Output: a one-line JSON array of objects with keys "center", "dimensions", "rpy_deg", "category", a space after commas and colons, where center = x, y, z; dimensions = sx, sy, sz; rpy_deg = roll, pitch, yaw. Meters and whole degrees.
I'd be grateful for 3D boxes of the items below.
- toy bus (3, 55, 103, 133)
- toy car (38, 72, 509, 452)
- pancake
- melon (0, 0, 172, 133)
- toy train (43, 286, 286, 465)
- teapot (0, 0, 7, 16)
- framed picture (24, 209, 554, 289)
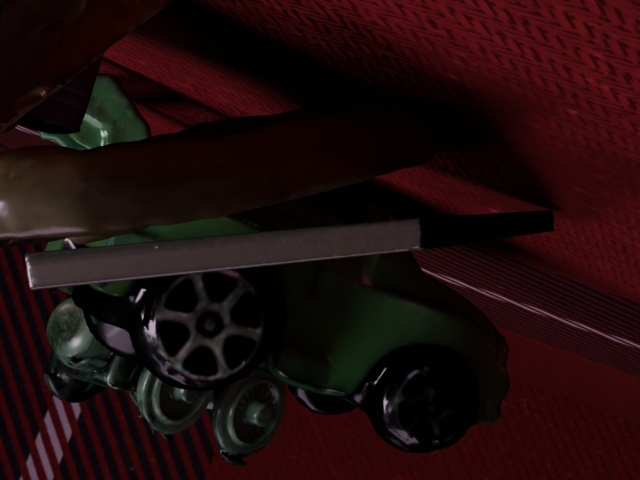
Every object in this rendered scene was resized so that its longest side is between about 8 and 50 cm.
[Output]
[{"center": [-0.184, -0.110, 0.755], "dimensions": [0.178, 0.098, 0.087], "rpy_deg": [20, 177, -20], "category": "toy bus"}, {"center": [-0.041, 0.021, 1.156], "dimensions": [0.359, 0.176, 0.213], "rpy_deg": [18, 178, -18], "category": "toy car"}, {"center": [-0.091, -0.027, 0.787], "dimensions": [0.294, 0.049, 0.294], "rpy_deg": [-10, -178, 0], "category": "pancake"}, {"center": [-0.083, -0.054, 0.476], "dimensions": [0.098, 0.182, 0.054], "rpy_deg": [12, 138, 44], "category": "melon"}, {"center": [-0.124, 0.075, 1.645], "dimensions": [0.167, 0.238, 0.299], "rpy_deg": [17, 175, 36], "category": "toy train"}, {"center": [-0.156, -0.111, 0.336], "dimensions": [0.223, 0.305, 0.285], "rpy_deg": [63, -163, 16], "category": "teapot"}, {"center": [0.000, 0.001, 0.855], "dimensions": [0.192, 0.018, 0.265], "rpy_deg": [-6, 179, 20], "category": "framed picture"}]
